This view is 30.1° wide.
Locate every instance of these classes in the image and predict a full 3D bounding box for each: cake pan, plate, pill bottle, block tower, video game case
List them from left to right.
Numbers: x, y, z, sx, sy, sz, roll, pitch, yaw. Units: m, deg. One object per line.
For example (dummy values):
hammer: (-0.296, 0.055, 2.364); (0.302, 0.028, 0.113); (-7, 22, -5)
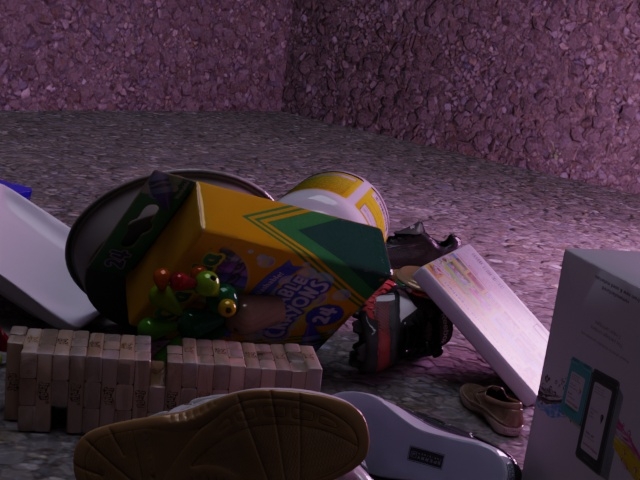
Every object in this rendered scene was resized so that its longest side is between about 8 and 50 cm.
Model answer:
plate: (-0.410, 0.027, 1.681); (0.277, 0.045, 0.278); (33, 16, 3)
block tower: (-0.172, 0.160, 1.301); (0.335, 0.097, 0.091); (3, 13, -9)
cake pan: (-0.184, 0.026, 1.555); (0.293, 0.293, 0.054); (3, 48, -20)
pill bottle: (0.000, 0.000, 1.892); (0.187, 0.188, 0.334); (9, 12, 9)
video game case: (0.239, 0.109, 1.624); (0.227, 0.026, 0.206); (49, 24, 10)

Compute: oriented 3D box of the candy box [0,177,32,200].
candy box: (-0.638, -0.058, 1.817); (0.268, 0.122, 0.317); (18, 8, 10)

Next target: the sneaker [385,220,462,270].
sneaker: (0.144, 0.014, 2.098); (0.234, 0.106, 0.078); (7, 12, -2)

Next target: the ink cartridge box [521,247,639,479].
ink cartridge box: (0.344, 0.165, 1.157); (0.198, 0.270, 0.197); (2, 15, -22)

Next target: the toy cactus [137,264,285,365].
toy cactus: (-0.125, 0.099, 1.409); (0.180, 0.219, 0.112); (-8, 50, -25)

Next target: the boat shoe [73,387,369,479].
boat shoe: (-0.090, 0.188, 1.131); (0.277, 0.098, 0.096); (-6, 0, 6)

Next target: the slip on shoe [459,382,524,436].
slip on shoe: (0.212, 0.197, 1.465); (0.051, 0.041, 0.135); (4, 13, -14)

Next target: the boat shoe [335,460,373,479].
boat shoe: (0.012, 0.229, 1.182); (0.063, 0.066, 0.184); (-2, 6, -32)

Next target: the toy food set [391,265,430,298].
toy food set: (0.141, 0.059, 1.645); (0.083, 0.020, 0.082); (9, 20, -19)

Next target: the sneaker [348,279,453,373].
sneaker: (0.113, 0.118, 1.631); (0.135, 0.098, 0.276); (7, 11, 10)

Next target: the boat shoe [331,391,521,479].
boat shoe: (0.108, 0.217, 1.254); (0.228, 0.080, 0.076); (11, -5, 31)

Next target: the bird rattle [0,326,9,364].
bird rattle: (-0.458, 0.105, 1.325); (0.207, 0.143, 0.253); (-13, 15, -14)

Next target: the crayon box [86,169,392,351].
crayon box: (-0.101, 0.040, 1.481); (0.323, 0.203, 0.083); (14, 46, -30)
